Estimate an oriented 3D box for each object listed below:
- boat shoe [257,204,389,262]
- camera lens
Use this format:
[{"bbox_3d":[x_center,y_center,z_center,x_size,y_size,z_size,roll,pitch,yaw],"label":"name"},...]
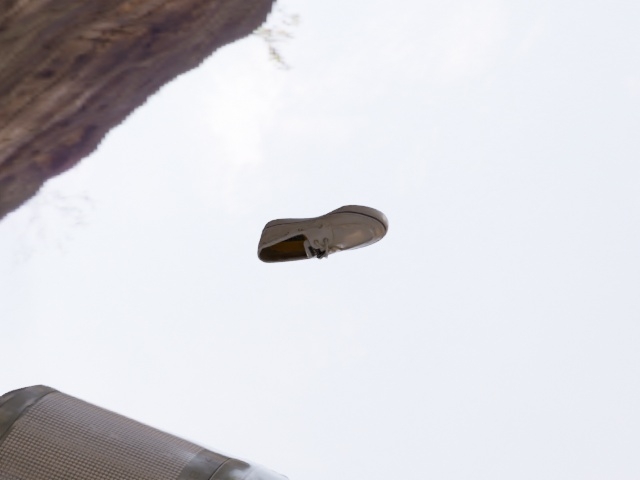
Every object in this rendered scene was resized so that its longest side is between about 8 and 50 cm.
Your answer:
[{"bbox_3d":[0.000,0.000,1.024,0.100,0.035,0.035,-5,-53,22],"label":"boat shoe"},{"bbox_3d":[-0.144,0.240,1.025,0.274,0.219,0.219,19,-77,12],"label":"camera lens"}]
